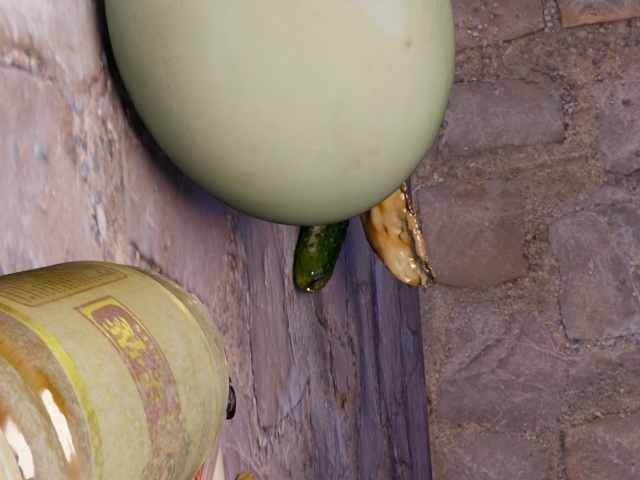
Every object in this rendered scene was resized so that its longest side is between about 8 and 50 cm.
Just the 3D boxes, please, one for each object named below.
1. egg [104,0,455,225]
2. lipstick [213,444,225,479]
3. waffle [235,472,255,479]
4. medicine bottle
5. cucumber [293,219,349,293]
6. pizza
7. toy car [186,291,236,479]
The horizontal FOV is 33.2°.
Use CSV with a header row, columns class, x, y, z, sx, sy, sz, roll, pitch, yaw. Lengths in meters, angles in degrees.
class,x,y,z,sx,sy,sz,roll,pitch,yaw
egg,-0.029,-0.170,0.878,0.389,0.276,0.276,68,21,-51
lipstick,-0.109,0.161,0.947,0.038,0.038,0.131,-38,122,-76
waffle,-0.078,0.312,1.087,0.092,0.021,0.135,-28,112,-79
medicine bottle,-0.151,0.094,0.492,0.322,0.151,0.151,-21,106,-78
cucumber,0.000,0.000,1.481,0.227,0.069,0.069,-74,157,-51
pizza,0.049,-0.138,1.553,0.392,0.080,0.435,-77,147,-88
toy car,-0.123,0.132,0.775,0.210,0.089,0.108,-81,162,-54
